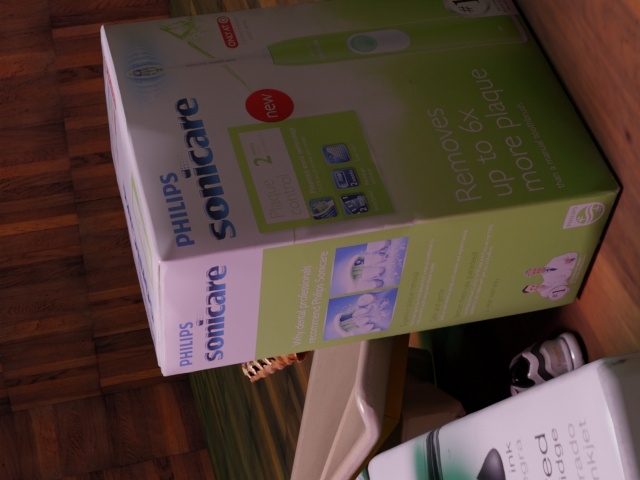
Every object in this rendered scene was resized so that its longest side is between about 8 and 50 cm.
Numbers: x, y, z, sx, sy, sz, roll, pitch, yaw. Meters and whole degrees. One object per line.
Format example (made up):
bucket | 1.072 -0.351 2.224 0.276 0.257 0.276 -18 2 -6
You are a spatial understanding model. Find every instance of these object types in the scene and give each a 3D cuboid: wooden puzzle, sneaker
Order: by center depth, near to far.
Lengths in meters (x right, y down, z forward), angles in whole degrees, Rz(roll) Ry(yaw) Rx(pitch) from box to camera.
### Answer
sneaker | 0.149 0.093 0.843 0.109 0.044 0.040 105 150 -65
wooden puzzle | 0.025 0.106 0.889 0.238 0.044 0.221 111 173 -46

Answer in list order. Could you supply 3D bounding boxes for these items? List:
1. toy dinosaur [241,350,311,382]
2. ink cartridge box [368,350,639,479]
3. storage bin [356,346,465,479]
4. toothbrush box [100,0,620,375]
toy dinosaur | 0.000 0.000 1.067 0.164 0.322 0.218 33 -157 -42
ink cartridge box | 0.164 0.212 0.582 0.395 0.166 0.285 122 138 -72
storage bin | 0.094 0.234 1.009 0.262 0.123 0.260 -156 58 -75
toothbrush box | 0.015 -0.048 0.780 0.122 0.283 0.206 96 161 -50
